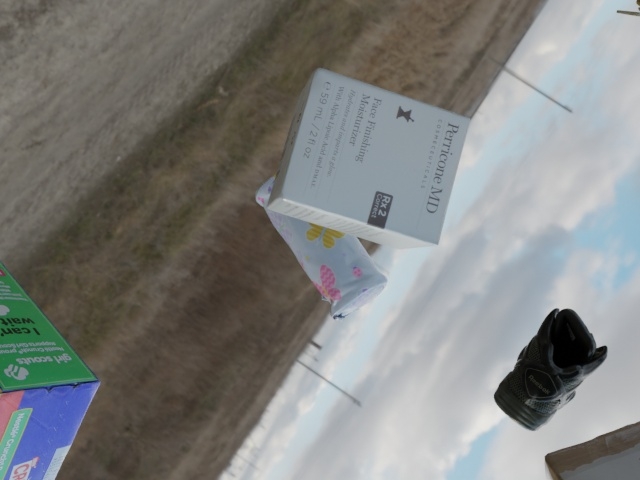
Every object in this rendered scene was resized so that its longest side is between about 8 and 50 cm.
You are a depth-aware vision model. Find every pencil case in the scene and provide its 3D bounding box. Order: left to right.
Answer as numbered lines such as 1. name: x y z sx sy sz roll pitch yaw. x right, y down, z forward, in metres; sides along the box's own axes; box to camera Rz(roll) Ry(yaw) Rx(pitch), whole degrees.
1. pencil case: 0.000 0.000 1.187 0.113 0.273 0.124 -30 168 -15

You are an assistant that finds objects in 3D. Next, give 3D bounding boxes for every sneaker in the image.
1. sneaker: 0.296 0.142 0.856 0.130 0.087 0.227 -55 158 21

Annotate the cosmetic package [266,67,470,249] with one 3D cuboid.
1. cosmetic package: 0.049 -0.086 0.816 0.151 0.184 0.151 168 -63 -80

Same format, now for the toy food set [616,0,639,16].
1. toy food set: 0.490 -0.314 0.942 0.192 0.132 0.038 -18 121 -48

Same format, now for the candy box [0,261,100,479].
1. candy box: -0.407 0.158 0.744 0.122 0.317 0.268 2 121 -58

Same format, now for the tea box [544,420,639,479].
1. tea box: 0.386 0.293 0.538 0.329 0.323 0.220 -18 -151 -3
